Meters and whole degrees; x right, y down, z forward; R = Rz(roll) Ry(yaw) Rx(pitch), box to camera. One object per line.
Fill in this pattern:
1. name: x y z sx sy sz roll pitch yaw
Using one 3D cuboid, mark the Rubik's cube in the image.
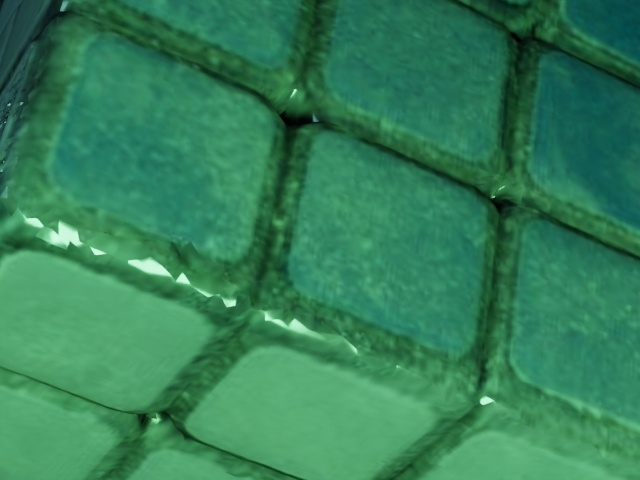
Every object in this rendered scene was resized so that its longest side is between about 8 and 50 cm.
1. Rubik's cube: 0.000 0.000 0.786 0.344 0.344 0.337 -47 25 49
